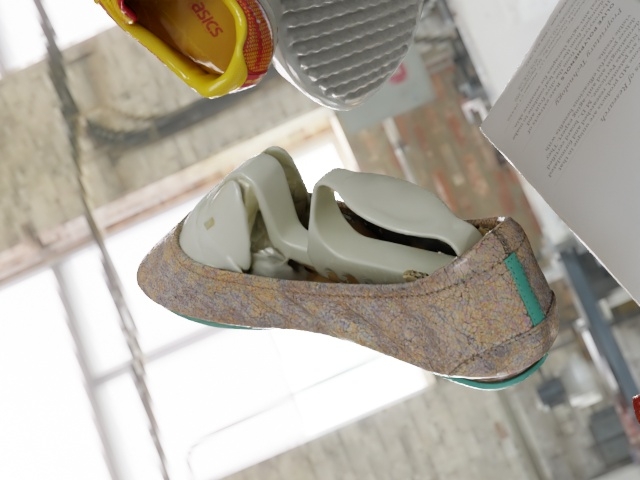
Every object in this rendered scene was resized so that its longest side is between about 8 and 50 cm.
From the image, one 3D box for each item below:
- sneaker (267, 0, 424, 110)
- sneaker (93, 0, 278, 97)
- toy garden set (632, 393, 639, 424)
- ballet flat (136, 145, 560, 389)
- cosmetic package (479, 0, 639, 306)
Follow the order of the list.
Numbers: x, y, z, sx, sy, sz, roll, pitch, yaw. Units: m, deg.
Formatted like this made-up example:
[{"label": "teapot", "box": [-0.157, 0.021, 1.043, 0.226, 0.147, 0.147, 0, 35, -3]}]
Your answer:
[{"label": "sneaker", "box": [-0.047, -0.230, 0.919, 0.150, 0.135, 0.366, 39, 167, 38]}, {"label": "sneaker", "box": [-0.089, -0.134, 0.662, 0.175, 0.064, 0.067, 40, -160, 0]}, {"label": "toy garden set", "box": [0.322, 0.164, 1.049, 0.049, 0.203, 0.244, 51, -147, -31]}, {"label": "ballet flat", "box": [0.000, 0.000, 0.891, 0.107, 0.316, 0.106, -46, -50, -37]}, {"label": "cosmetic package", "box": [0.271, -0.030, 0.986, 0.197, 0.155, 0.365, 25, -165, -25]}]
